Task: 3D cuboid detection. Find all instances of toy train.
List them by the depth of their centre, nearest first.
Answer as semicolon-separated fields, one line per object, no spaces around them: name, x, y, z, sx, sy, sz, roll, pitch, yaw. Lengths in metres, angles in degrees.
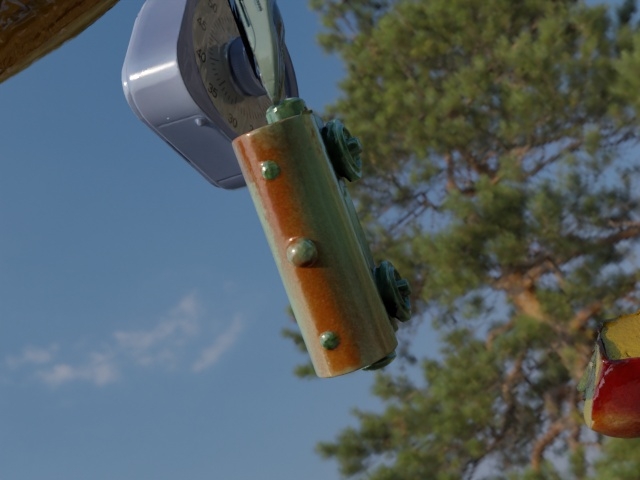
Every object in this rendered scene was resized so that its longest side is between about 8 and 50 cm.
toy train;-0.062;-0.229;0.926;0.048;0.252;0.055;-17;-28;-4
toy train;0.000;0.000;0.947;0.116;0.285;0.177;-18;3;16

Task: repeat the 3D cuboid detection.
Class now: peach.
peach;0.332;0.139;1.007;0.151;0.118;0.151;18;-90;-74

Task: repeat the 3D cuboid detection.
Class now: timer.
timer;-0.171;-0.315;1.789;0.173;0.395;0.395;-13;-13;30

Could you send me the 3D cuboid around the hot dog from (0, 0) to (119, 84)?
hot dog;-0.175;-0.154;0.556;0.076;0.102;0.249;-19;28;43
